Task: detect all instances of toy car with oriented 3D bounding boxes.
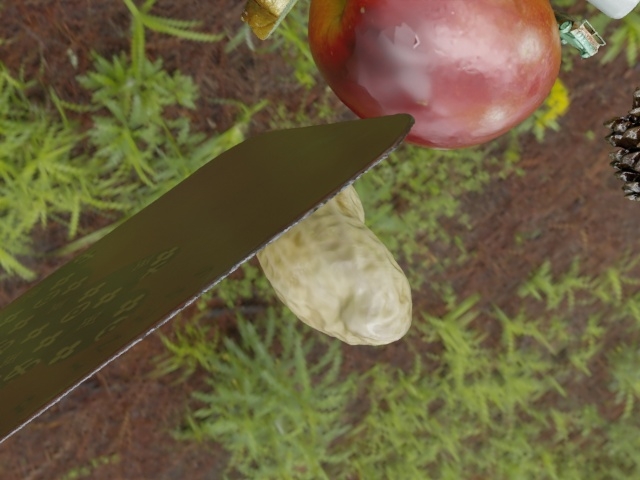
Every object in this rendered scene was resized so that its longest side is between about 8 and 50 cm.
[{"bbox_3d":[0.333,-0.284,1.617,0.035,0.122,0.059,-45,119,8],"label":"toy car"}]

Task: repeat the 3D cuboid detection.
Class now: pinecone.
[{"bbox_3d":[0.552,-0.141,1.942,0.184,0.204,0.179,-51,173,21],"label":"pinecone"}]

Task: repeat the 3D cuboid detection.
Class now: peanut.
[{"bbox_3d":[0.000,0.000,1.400,0.153,0.325,0.140,11,127,-49],"label":"peanut"}]

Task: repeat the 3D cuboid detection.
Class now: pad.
[{"bbox_3d":[-0.098,0.035,0.398,0.267,0.181,0.004,-37,105,-17],"label":"pad"}]

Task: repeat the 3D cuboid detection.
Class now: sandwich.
[{"bbox_3d":[-0.054,-0.445,2.039,0.065,0.215,0.186,37,75,-6],"label":"sandwich"}]

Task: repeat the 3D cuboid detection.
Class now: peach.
[{"bbox_3d":[0.106,-0.194,1.106,0.243,0.243,0.199,14,130,-37],"label":"peach"}]

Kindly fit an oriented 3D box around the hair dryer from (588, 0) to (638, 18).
[{"bbox_3d":[0.396,-0.380,1.506,0.131,0.073,0.236,33,149,-12],"label":"hair dryer"}]
